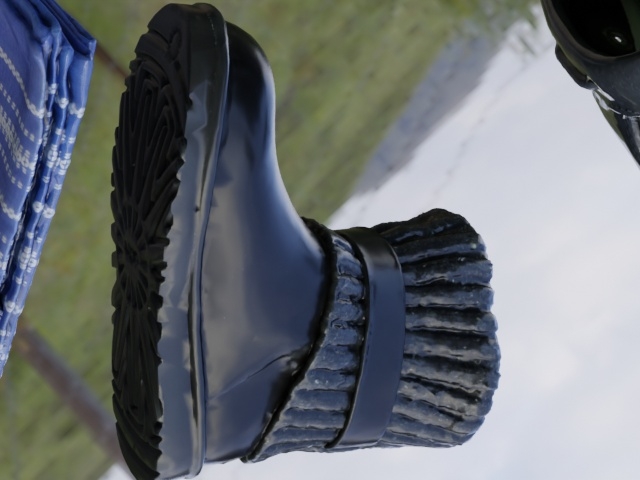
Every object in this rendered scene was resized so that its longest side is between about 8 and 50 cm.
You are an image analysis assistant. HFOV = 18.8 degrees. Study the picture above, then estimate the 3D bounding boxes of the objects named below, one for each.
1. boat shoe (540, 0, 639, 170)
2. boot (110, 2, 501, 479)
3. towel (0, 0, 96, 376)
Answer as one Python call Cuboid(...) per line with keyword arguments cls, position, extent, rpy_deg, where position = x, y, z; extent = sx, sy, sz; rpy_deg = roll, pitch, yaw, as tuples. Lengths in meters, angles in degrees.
Cuboid(cls="boat shoe", position=(0.198, -0.210, 1.119), extent=(0.187, 0.156, 0.500), rpy_deg=(-34, -144, 26))
Cuboid(cls="boot", position=(-0.002, -0.001, 1.285), extent=(0.260, 0.348, 0.131), rpy_deg=(-7, -148, -22))
Cuboid(cls="towel", position=(-0.248, -0.044, 1.197), extent=(0.040, 0.243, 0.336), rpy_deg=(-8, 132, -40))
